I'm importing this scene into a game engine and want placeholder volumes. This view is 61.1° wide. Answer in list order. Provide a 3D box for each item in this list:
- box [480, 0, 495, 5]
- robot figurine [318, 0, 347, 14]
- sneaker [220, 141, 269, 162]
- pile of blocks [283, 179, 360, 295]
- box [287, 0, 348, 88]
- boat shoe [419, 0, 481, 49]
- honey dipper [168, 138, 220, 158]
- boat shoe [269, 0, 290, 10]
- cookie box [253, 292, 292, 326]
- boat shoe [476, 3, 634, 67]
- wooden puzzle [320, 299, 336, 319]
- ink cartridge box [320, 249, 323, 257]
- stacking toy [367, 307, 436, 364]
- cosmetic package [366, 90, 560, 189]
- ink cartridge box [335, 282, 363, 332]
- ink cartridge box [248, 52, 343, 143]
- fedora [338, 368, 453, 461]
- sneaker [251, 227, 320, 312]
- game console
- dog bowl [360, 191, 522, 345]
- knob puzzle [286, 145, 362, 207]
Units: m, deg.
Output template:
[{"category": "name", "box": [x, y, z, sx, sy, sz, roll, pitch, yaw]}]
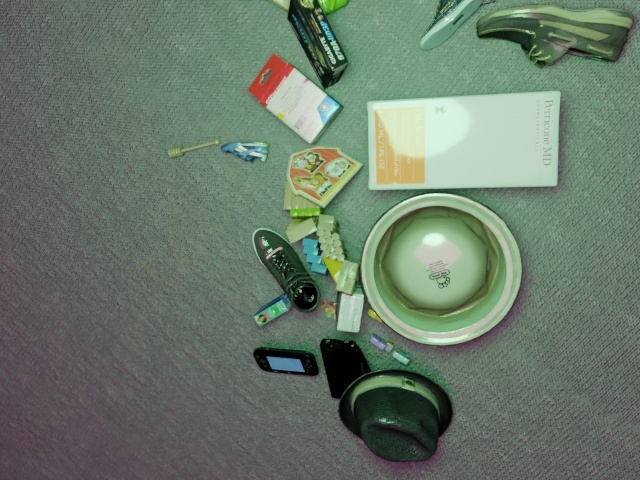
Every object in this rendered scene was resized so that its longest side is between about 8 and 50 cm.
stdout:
[{"category": "box", "box": [0.404, -0.640, 1.372, 0.067, 0.018, 0.083, -8, 98, 14]}, {"category": "robot figurine", "box": [0.024, -0.637, 1.426, 0.115, 0.101, 0.067, -25, 138, 2]}, {"category": "sneaker", "box": [-0.220, -0.255, 1.566, 0.144, 0.053, 0.059, 3, 103, 13]}, {"category": "pile of blocks", "box": [0.000, 0.000, 1.502, 0.149, 0.112, 0.362, -24, 72, 5]}, {"category": "box", "box": [-0.010, -0.522, 1.404, 0.051, 0.175, 0.220, -28, 94, -6]}, {"category": "boat shoe", "box": [0.317, -0.577, 1.387, 0.183, 0.065, 0.083, -38, 65, 27]}, {"category": "honey dipper", "box": [-0.374, -0.277, 1.609, 0.161, 0.030, 0.030, -13, 97, 13]}, {"category": "boat shoe", "box": [-0.208, -0.704, 1.454, 0.302, 0.109, 0.098, 21, 103, 2]}, {"category": "cookie box", "box": [-0.137, 0.203, 1.613, 0.107, 0.092, 0.040, -32, 95, 16]}, {"category": "boat shoe", "box": [0.557, -0.489, 1.309, 0.356, 0.132, 0.130, 6, 101, 13]}, {"category": "wooden puzzle", "box": [0.038, 0.210, 1.619, 0.083, 0.006, 0.049, 14, 103, 10]}, {"category": "ink cartridge box", "box": [0.006, 0.046, 1.574, 0.028, 0.048, 0.083, 3, 101, 12]}, {"category": "stacking toy", "box": [0.204, 0.316, 1.579, 0.221, 0.052, 0.167, 29, 105, 5]}, {"category": "cosmetic package", "box": [0.352, -0.249, 1.384, 0.454, 0.161, 0.230, -1, 100, 12]}, {"category": "ink cartridge box", "box": [0.079, 0.180, 1.526, 0.063, 0.150, 0.109, 6, 101, -2]}, {"category": "ink cartridge box", "box": [-0.068, -0.389, 1.494, 0.231, 0.078, 0.134, 41, 105, 3]}, {"category": "fedora", "box": [0.214, 0.519, 1.520, 0.334, 0.152, 0.334, 1, 117, 2]}, {"category": "sneaker", "box": [-0.089, 0.084, 1.539, 0.105, 0.147, 0.295, -35, 95, -7]}, {"category": "game console", "box": [-0.026, 0.380, 1.618, 0.361, 0.044, 0.213, 1, 122, 21]}, {"category": "dog bowl", "box": [0.317, 0.065, 1.457, 0.408, 0.150, 0.407, 2, 101, 11]}, {"category": "knob puzzle", "box": [-0.011, -0.197, 1.487, 0.213, 0.030, 0.213, -5, 58, 9]}]
